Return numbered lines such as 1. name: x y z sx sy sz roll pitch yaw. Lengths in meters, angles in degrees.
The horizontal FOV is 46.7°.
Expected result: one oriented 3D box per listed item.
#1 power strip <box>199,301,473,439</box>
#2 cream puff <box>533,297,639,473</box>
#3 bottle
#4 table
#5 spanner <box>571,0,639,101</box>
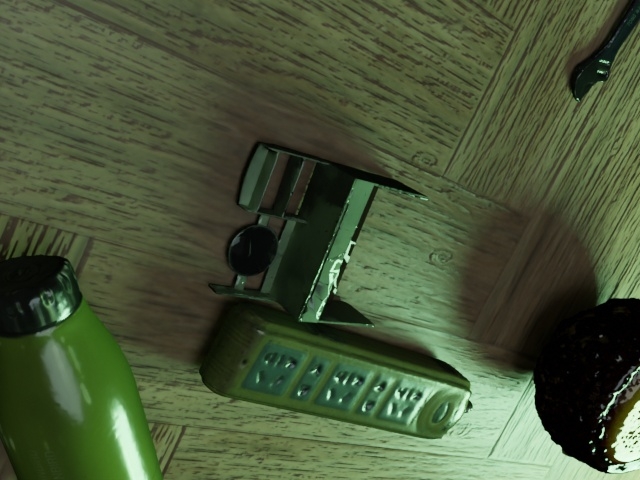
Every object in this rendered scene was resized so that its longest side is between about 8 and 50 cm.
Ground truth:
1. power strip: 0.046 0.156 0.811 0.387 0.066 0.092 21 103 -39
2. cream puff: 0.390 0.182 0.984 0.239 0.165 0.239 -13 121 -23
3. bottle: -0.204 0.133 0.603 0.112 0.112 0.260 -21 123 -24
4. table: 0.000 0.000 0.705 0.175 0.062 0.146 10 107 -39
5. spanner: 0.345 -0.248 0.838 0.046 0.012 0.208 30 94 -38
